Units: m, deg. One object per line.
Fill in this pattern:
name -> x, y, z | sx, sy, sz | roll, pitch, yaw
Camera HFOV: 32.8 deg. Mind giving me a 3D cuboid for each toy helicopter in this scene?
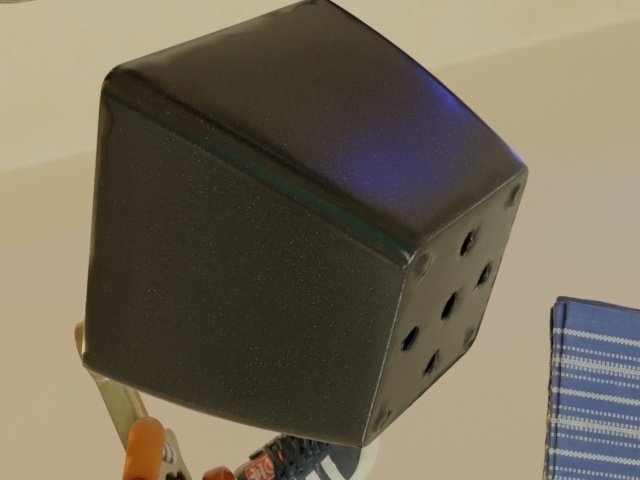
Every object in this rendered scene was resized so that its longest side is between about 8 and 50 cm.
toy helicopter -> -0.231, 0.266, 1.376 | 0.140, 0.355, 0.235 | -22, -175, 8

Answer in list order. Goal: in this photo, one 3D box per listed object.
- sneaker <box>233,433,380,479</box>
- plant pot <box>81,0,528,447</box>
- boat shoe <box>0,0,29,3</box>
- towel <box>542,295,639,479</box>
sneaker -> -0.032, 0.299, 1.475 | 0.148, 0.350, 0.131 | -1, -138, -24
plant pot -> 0.000, 0.000, 0.591 | 0.167, 0.188, 0.187 | 29, -144, 24
boat shoe -> -0.209, -0.200, 0.569 | 0.089, 0.285, 0.104 | -37, -106, 23
towel -> 0.379, 0.247, 1.341 | 0.243, 0.040, 0.335 | 10, -101, -18
